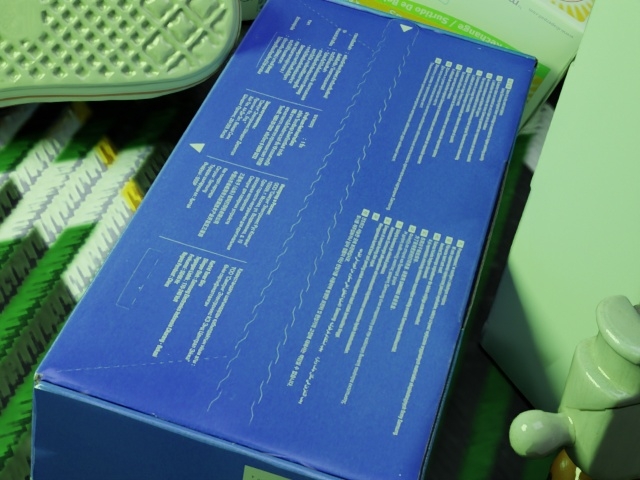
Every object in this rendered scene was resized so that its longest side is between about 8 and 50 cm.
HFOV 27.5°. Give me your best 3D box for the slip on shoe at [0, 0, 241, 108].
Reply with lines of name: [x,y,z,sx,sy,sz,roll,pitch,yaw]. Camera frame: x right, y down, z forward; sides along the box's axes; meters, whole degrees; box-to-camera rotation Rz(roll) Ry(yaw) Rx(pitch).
slip on shoe: [-0.211,-0.127,0.745,0.331,0.123,0.101,0,4,-3]

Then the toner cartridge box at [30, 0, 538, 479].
toner cartridge box: [0.000,0.000,0.665,0.165,0.075,0.348,19,42,5]

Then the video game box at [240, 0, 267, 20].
video game box: [-0.048,-0.232,0.934,0.187,0.048,0.205,-8,46,-26]

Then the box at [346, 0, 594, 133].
box: [0.084,-0.180,0.823,0.203,0.103,0.114,34,53,3]

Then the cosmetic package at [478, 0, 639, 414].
cosmetic package: [0.283,-0.067,0.655,0.377,0.284,0.097,-15,49,-28]

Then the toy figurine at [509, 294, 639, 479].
toy figurine: [0.157,0.142,0.504,0.209,0.148,0.213,20,43,17]
